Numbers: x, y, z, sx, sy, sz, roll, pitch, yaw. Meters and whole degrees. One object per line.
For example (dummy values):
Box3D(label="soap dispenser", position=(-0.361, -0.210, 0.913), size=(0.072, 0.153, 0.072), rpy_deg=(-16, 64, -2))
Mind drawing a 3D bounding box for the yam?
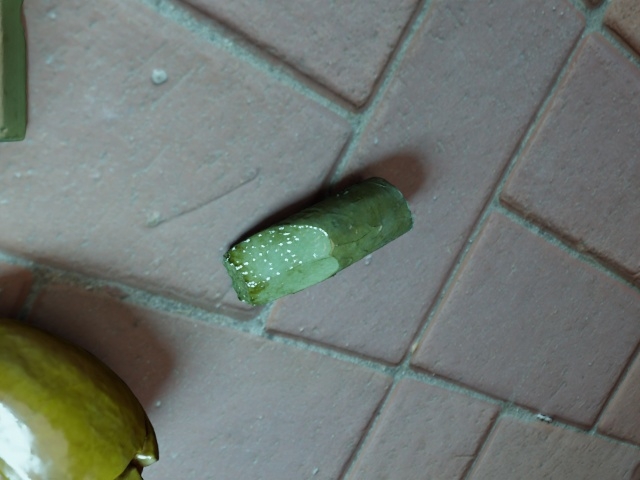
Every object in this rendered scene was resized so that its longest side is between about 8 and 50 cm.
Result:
Box3D(label="yam", position=(0.000, 0.000, 1.100), size=(0.259, 0.106, 0.106), rpy_deg=(-29, 125, -23))

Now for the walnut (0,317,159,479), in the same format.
Box3D(label="walnut", position=(-0.324, 0.201, 0.904), size=(0.209, 0.209, 0.336), rpy_deg=(-44, 122, -10))

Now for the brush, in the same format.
Box3D(label="brush", position=(-0.317, -0.232, 0.798), size=(0.054, 0.048, 0.282), rpy_deg=(-6, 116, -30))
